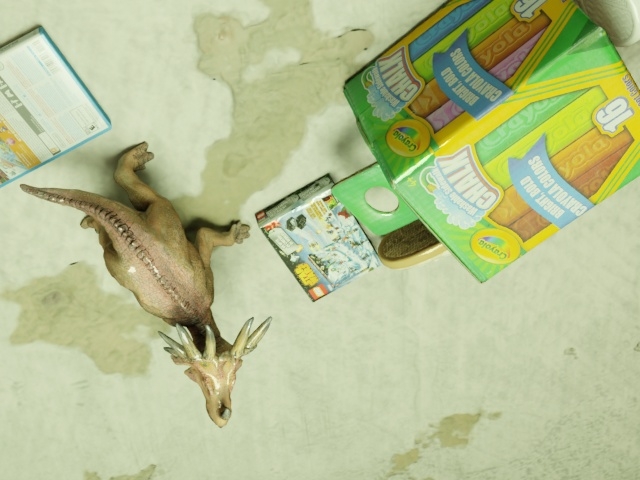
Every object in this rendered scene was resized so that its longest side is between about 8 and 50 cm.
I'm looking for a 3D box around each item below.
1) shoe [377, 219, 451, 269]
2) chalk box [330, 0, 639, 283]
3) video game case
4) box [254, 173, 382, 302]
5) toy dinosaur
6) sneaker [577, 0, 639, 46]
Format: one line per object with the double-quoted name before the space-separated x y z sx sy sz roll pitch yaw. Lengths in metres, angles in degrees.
"shoe" 0.169 -0.017 1.095 0.219 0.077 0.058 -27 127 2
"chalk box" 0.149 -0.099 0.951 0.289 0.179 0.180 -38 129 14
"video game case" -0.295 -0.111 0.905 0.166 0.015 0.119 -27 132 5
"box" 0.000 0.000 1.086 0.093 0.027 0.137 -29 131 5
"toy dinosaur" -0.149 0.035 0.951 0.127 0.200 0.296 -35 130 12
"sneaker" 0.273 -0.323 0.883 0.151 0.094 0.256 -38 118 -24
